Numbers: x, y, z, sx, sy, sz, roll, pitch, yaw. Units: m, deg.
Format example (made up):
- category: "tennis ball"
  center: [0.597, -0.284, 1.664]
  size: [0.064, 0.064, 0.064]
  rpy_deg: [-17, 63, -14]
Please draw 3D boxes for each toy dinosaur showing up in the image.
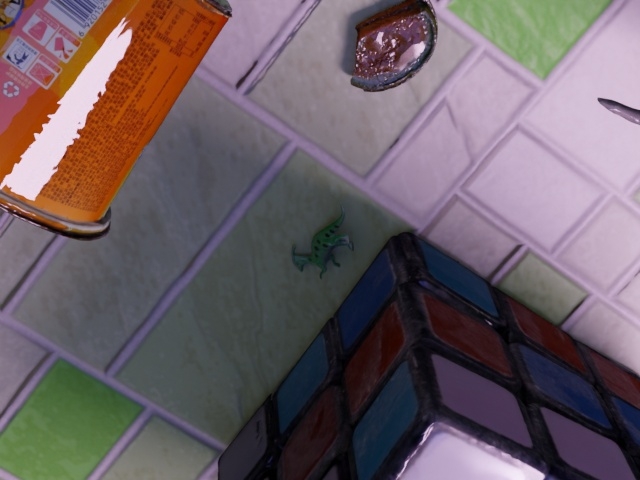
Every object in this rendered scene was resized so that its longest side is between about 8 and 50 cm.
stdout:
- category: "toy dinosaur"
  center: [0.000, 0.000, 1.228]
  size: [0.062, 0.021, 0.083]
  rpy_deg: [-2, 118, 12]

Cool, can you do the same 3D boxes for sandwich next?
- category: "sandwich"
  center: [0.066, -0.175, 1.142]
  size: [0.101, 0.026, 0.069]
  rpy_deg: [-30, 114, 12]

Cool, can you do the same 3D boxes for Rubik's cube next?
- category: "Rubik's cube"
  center: [0.134, 0.265, 1.176]
  size: [0.362, 0.359, 0.363]
  rpy_deg: [31, 111, -15]

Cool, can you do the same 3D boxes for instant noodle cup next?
- category: "instant noodle cup"
  center: [-0.219, -0.174, 1.005]
  size: [0.296, 0.296, 0.214]
  rpy_deg: [38, 100, -19]

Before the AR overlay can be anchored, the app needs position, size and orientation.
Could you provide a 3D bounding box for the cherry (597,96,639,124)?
- category: "cherry"
  center: [0.455, -0.141, 0.994]
  size: [0.291, 0.335, 0.326]
  rpy_deg: [34, 68, -17]
